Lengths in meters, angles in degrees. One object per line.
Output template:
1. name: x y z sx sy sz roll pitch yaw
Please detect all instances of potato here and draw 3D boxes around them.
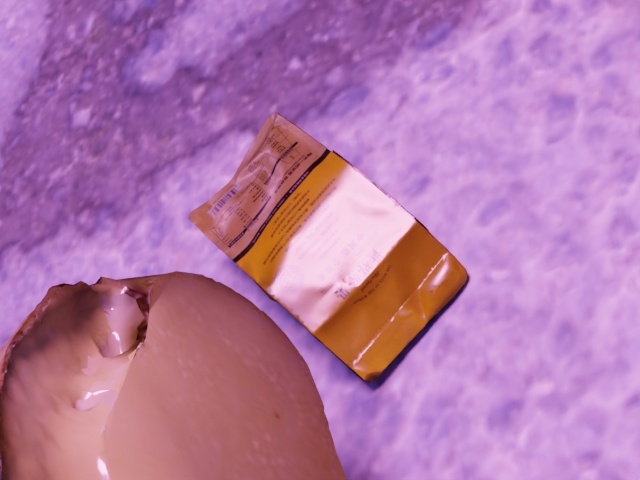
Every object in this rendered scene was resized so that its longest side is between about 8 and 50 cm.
1. potato: -0.096 0.173 0.670 0.242 0.242 0.285 -29 65 20

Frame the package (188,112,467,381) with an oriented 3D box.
1. package: 0.000 0.000 0.829 0.071 0.047 0.131 -46 41 -1
